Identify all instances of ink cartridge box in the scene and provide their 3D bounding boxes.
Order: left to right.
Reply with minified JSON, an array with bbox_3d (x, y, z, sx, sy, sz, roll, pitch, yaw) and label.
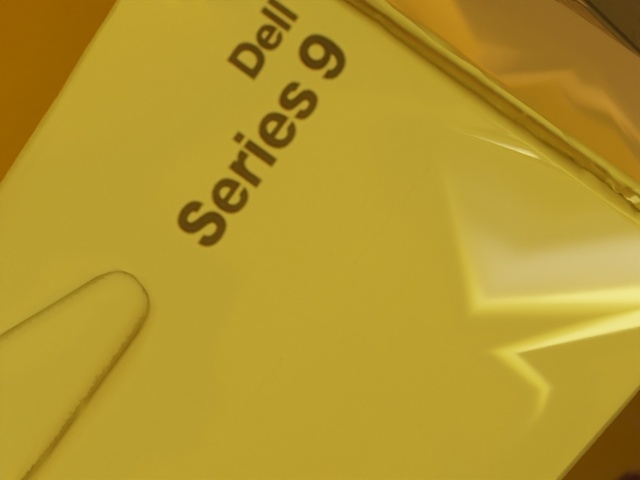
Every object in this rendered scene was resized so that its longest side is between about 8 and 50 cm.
[{"bbox_3d":[0.000,0.000,0.471,0.121,0.211,0.289,35,-156,-1],"label":"ink cartridge box"}]
